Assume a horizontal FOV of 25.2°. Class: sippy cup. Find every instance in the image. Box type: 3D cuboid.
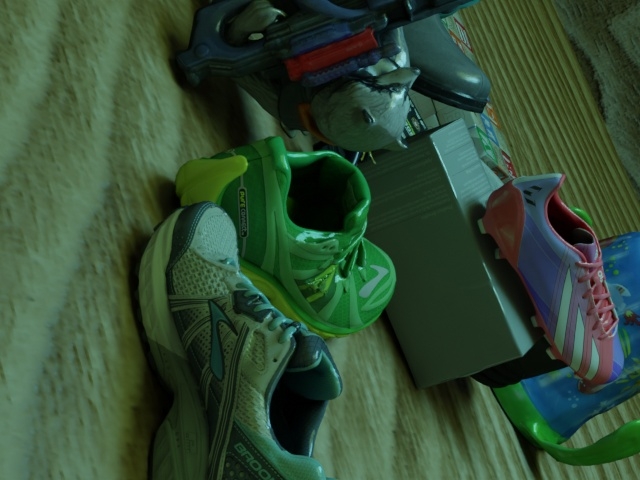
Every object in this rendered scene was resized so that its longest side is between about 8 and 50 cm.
[{"bbox_3d":[0.322,0.104,1.717,0.306,0.224,0.240,67,21,8],"label":"sippy cup"}]

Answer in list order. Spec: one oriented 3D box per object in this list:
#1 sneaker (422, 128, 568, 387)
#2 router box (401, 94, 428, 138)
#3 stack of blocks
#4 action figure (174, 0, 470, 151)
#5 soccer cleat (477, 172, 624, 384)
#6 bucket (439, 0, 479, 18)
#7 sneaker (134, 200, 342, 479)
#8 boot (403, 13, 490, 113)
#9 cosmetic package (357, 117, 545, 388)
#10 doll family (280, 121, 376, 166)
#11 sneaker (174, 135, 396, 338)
[{"bbox_3d":[0.157,0.032,1.538,0.104,0.147,0.296,-23,78,-52],"label":"sneaker"},{"bbox_3d":[0.064,-0.154,1.575,0.122,0.038,0.092,60,26,-3],"label":"router box"},{"bbox_3d":[0.148,-0.203,1.852,0.171,0.087,0.297,30,39,-57],"label":"stack of blocks"},{"bbox_3d":[0.043,-0.216,1.313,0.178,0.341,0.330,70,8,-53],"label":"action figure"},{"bbox_3d":[0.246,0.041,1.393,0.248,0.095,0.083,55,35,-21],"label":"soccer cleat"},{"bbox_3d":[0.092,-0.386,1.677,0.281,0.281,0.183,65,21,2],"label":"bucket"},{"bbox_3d":[-0.044,0.084,0.976,0.110,0.122,0.283,41,30,-48],"label":"sneaker"},{"bbox_3d":[0.093,-0.300,1.483,0.338,0.223,0.118,45,19,29],"label":"boot"},{"bbox_3d":[0.120,0.014,1.428,0.107,0.127,0.238,-34,103,-60],"label":"cosmetic package"},{"bbox_3d":[0.020,-0.113,1.389,0.076,0.111,0.193,44,28,-44],"label":"doll family"},{"bbox_3d":[0.000,0.000,1.185,0.295,0.123,0.109,32,37,-57],"label":"sneaker"}]
